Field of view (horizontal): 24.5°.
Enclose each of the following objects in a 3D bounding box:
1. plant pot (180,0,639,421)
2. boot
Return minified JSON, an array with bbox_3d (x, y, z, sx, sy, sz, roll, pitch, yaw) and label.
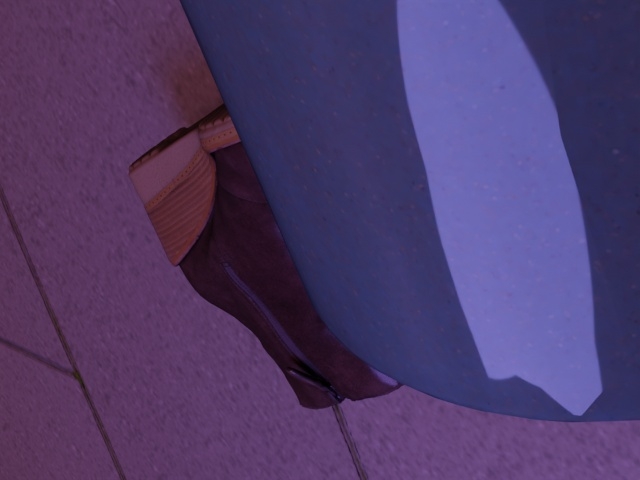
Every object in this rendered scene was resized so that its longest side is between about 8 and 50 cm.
[{"bbox_3d":[0.075,-0.145,0.467,0.341,0.341,0.334,23,139,43],"label":"plant pot"},{"bbox_3d":[0.000,0.000,0.900,0.207,0.090,0.248,52,147,-10],"label":"boot"}]
